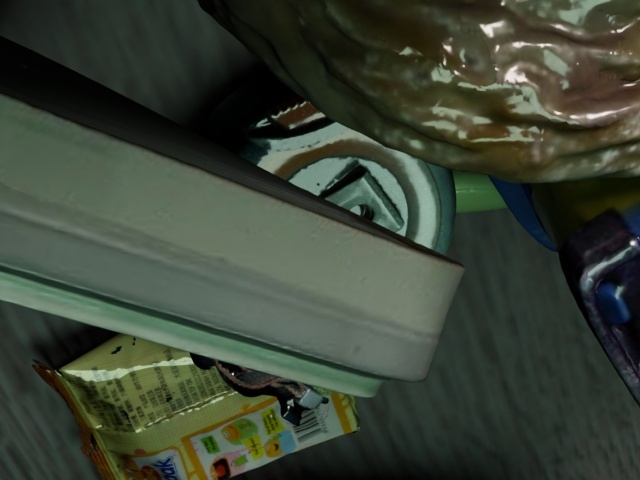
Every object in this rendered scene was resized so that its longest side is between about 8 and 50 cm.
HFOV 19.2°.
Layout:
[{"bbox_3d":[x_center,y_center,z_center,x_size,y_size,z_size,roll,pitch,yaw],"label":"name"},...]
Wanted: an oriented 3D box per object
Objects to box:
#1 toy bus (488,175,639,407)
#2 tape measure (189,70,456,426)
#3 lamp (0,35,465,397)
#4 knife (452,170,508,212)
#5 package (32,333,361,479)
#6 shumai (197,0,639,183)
[{"bbox_3d":[0.200,-0.066,0.650,0.287,0.175,0.138,-33,131,6],"label":"toy bus"},{"bbox_3d":[0.003,0.003,0.622,0.107,0.180,0.104,-39,103,3],"label":"tape measure"},{"bbox_3d":[-0.133,-0.048,0.439,0.266,0.269,0.047,18,96,-39],"label":"lamp"},{"bbox_3d":[0.006,-0.015,0.722,0.207,0.014,0.030,-2,130,-23],"label":"knife"},{"bbox_3d":[-0.042,0.059,0.755,0.120,0.031,0.108,-22,138,-4],"label":"package"},{"bbox_3d":[0.072,-0.103,0.510,0.209,0.161,0.153,7,145,-9],"label":"shumai"}]
